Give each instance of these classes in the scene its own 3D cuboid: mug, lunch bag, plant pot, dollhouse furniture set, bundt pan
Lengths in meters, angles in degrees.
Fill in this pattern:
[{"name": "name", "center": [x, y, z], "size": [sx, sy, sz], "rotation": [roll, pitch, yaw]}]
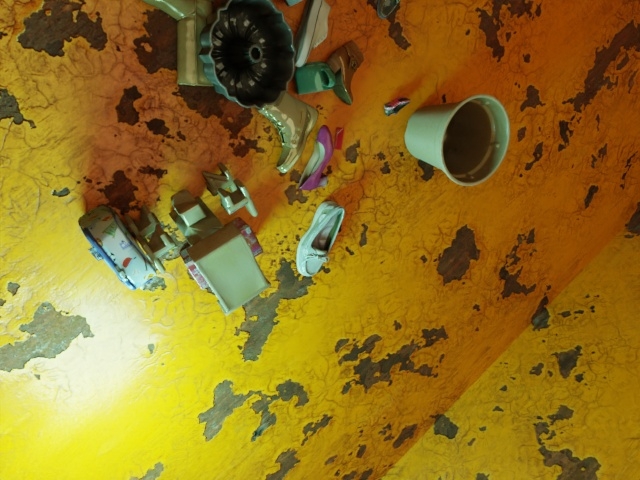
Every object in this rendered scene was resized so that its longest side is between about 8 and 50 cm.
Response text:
[{"name": "mug", "center": [-0.011, -0.562, 1.581], "size": [0.129, 0.158, 0.097], "rotation": [-44, 128, -61]}, {"name": "lunch bag", "center": [-0.611, 0.022, 1.393], "size": [0.115, 0.303, 0.243], "rotation": [-36, 121, -16]}, {"name": "plant pot", "center": [0.506, -0.407, 1.815], "size": [0.334, 0.305, 0.333], "rotation": [-9, 111, -25]}, {"name": "dollhouse furniture set", "center": [-0.355, 0.004, 1.481], "size": [0.362, 0.394, 0.256], "rotation": [-33, 136, -15]}, {"name": "bundt pan", "center": [-0.236, -0.581, 1.433], "size": [0.331, 0.124, 0.330], "rotation": [-19, 117, -41]}]

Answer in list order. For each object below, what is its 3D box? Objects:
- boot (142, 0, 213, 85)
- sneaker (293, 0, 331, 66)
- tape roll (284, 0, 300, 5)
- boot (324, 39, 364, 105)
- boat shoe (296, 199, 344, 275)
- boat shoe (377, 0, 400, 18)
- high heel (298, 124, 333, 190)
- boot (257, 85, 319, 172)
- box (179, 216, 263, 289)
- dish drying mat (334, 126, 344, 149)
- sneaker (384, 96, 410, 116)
[{"name": "boot", "center": [-0.423, -0.609, 1.389], "size": [0.236, 0.089, 0.269], "rotation": [-6, 112, -25]}, {"name": "sneaker", "center": [-0.021, -0.693, 1.540], "size": [0.091, 0.094, 0.257], "rotation": [19, 85, -31]}, {"name": "tape roll", "center": [-0.035, -0.828, 1.431], "size": [0.219, 0.219, 0.072], "rotation": [-45, 122, -6]}, {"name": "boot", "center": [0.107, -0.609, 1.676], "size": [0.152, 0.073, 0.197], "rotation": [-48, 134, -17]}, {"name": "boat shoe", "center": [0.003, 0.000, 1.821], "size": [0.118, 0.103, 0.320], "rotation": [22, 97, -32]}, {"name": "boat shoe", "center": [0.267, -0.889, 1.655], "size": [0.066, 0.066, 0.183], "rotation": [23, 96, -32]}, {"name": "high heel", "center": [-0.024, -0.305, 1.711], "size": [0.117, 0.082, 0.243], "rotation": [-13, 127, -33]}, {"name": "boot", "center": [-0.140, -0.390, 1.605], "size": [0.204, 0.095, 0.261], "rotation": [27, 88, -33]}, {"name": "box", "center": [-0.352, 0.041, 1.637], "size": [0.257, 0.128, 0.122], "rotation": [-33, 120, -14]}, {"name": "dish drying mat", "center": [0.072, -0.392, 1.770], "size": [0.032, 0.008, 0.083], "rotation": [-1, 108, -28]}, {"name": "sneaker", "center": [0.303, -0.528, 1.826], "size": [0.119, 0.047, 0.057], "rotation": [-25, 137, -16]}]
